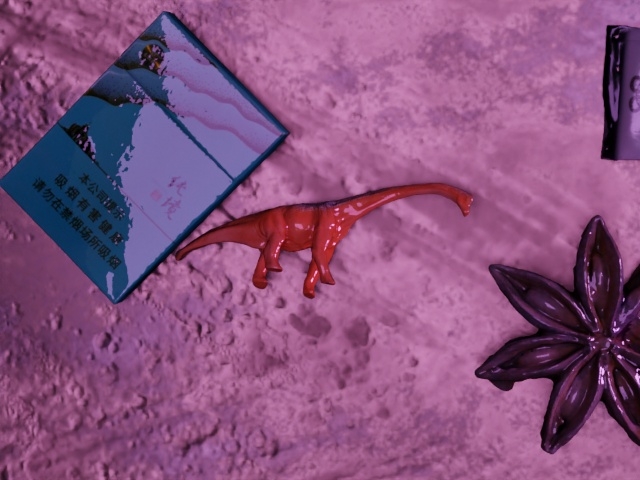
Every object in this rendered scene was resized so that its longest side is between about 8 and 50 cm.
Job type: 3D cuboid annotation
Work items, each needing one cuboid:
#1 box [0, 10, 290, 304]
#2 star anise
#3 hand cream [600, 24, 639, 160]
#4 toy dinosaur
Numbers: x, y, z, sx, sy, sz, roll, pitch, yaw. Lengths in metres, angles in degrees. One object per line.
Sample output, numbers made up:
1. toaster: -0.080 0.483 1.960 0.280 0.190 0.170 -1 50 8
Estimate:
1. box: -0.163 -0.076 1.629 0.226 0.042 0.161 -44 88 8
2. star anise: 0.232 0.094 1.571 0.197 0.073 0.212 -19 88 5
3. hand cream: 0.413 -0.116 1.546 0.336 0.076 0.121 6 89 14
4. toy dinosaur: -0.001 -0.002 1.605 0.280 0.055 0.101 -1 71 10
